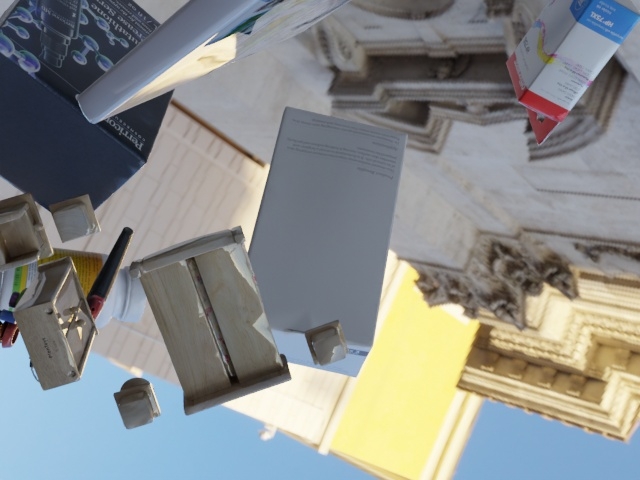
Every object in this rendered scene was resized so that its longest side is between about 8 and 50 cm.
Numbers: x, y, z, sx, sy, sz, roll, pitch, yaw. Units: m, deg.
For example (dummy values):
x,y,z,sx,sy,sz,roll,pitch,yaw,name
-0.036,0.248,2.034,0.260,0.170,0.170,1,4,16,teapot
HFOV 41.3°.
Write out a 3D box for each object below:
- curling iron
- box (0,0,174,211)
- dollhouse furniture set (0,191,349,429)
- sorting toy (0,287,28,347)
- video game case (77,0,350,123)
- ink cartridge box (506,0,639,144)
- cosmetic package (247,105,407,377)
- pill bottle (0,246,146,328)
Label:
x,y,z,sx,sy,sz,roll,pitch,yaw,name
-0.351,0.092,1.283,0.035,0.068,0.274,5,-125,36,curling iron
-0.433,-0.274,1.464,0.212,0.293,0.395,-35,-150,29,box
-0.182,0.040,1.057,0.355,0.303,0.174,-17,-163,-4,dollhouse furniture set
-0.486,0.116,1.321,0.061,0.042,0.102,128,-20,-80,sorting toy
-0.035,-0.219,0.777,0.300,0.036,0.329,-34,-169,-37,video game case
0.347,-0.270,1.237,0.231,0.078,0.134,-58,-164,33,ink cartridge box
0.000,0.000,1.346,0.217,0.156,0.385,14,-116,0,cosmetic package
-0.439,0.085,1.506,0.136,0.245,0.136,-172,-90,-66,pill bottle
